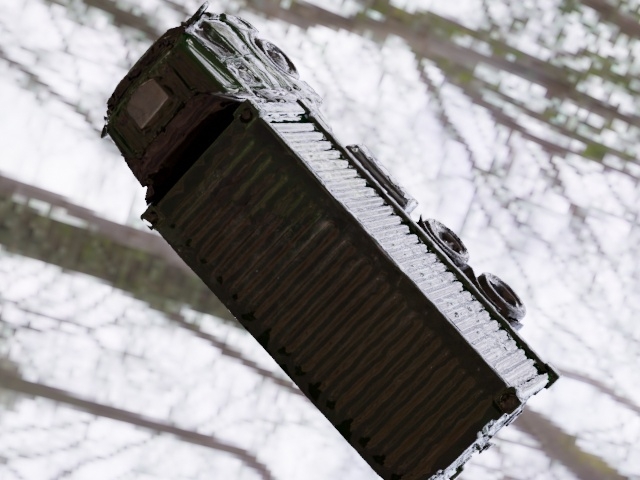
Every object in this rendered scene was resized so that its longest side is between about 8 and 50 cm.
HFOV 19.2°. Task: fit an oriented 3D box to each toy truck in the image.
[{"bbox_3d":[0.000,0.000,0.931,0.259,0.121,0.088,47,-70,11],"label":"toy truck"}]
